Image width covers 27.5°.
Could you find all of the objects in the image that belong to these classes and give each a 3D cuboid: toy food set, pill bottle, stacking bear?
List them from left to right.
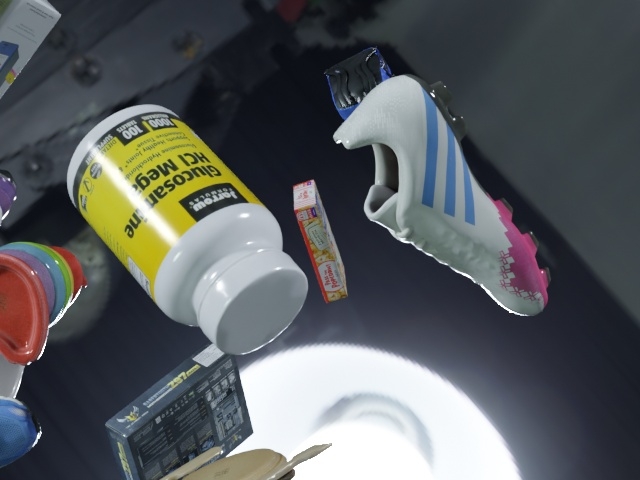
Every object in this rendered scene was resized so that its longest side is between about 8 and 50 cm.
[{"bbox_3d":[-0.476,0.079,2.141,0.289,0.175,0.164,-42,-31,-79],"label":"stacking bear"},{"bbox_3d":[-0.170,-0.013,1.692,0.188,0.334,0.188,-30,-34,-23],"label":"pill bottle"},{"bbox_3d":[-0.082,0.233,1.228,0.132,0.038,0.192,-26,8,-39],"label":"toy food set"}]

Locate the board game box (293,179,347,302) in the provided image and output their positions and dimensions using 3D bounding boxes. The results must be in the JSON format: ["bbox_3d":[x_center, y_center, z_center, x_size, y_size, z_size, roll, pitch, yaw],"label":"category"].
[{"bbox_3d":[0.000,0.000,2.451,0.045,0.193,0.147,-17,19,5],"label":"board game box"}]

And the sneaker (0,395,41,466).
[{"bbox_3d":[-0.605,0.355,2.087,0.330,0.130,0.147,-20,17,0],"label":"sneaker"}]

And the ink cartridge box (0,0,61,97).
[{"bbox_3d":[-0.509,-0.304,1.940,0.212,0.154,0.093,-51,-34,7],"label":"ink cartridge box"}]

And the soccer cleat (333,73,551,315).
[{"bbox_3d":[0.131,-0.027,1.468,0.143,0.331,0.116,-37,19,-12],"label":"soccer cleat"}]

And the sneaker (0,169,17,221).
[{"bbox_3d":[-0.639,-0.105,2.143,0.124,0.283,0.107,-72,6,-51],"label":"sneaker"}]

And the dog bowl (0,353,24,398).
[{"bbox_3d":[-0.613,0.179,2.342,0.349,0.102,0.349,6,-90,-86],"label":"dog bowl"}]

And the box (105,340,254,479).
[{"bbox_3d":[-0.215,0.294,2.042,0.232,0.059,0.183,-38,-47,-32],"label":"box"}]

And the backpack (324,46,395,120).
[{"bbox_3d":[0.074,-0.225,2.023,0.098,0.101,0.120,-30,35,16],"label":"backpack"}]
